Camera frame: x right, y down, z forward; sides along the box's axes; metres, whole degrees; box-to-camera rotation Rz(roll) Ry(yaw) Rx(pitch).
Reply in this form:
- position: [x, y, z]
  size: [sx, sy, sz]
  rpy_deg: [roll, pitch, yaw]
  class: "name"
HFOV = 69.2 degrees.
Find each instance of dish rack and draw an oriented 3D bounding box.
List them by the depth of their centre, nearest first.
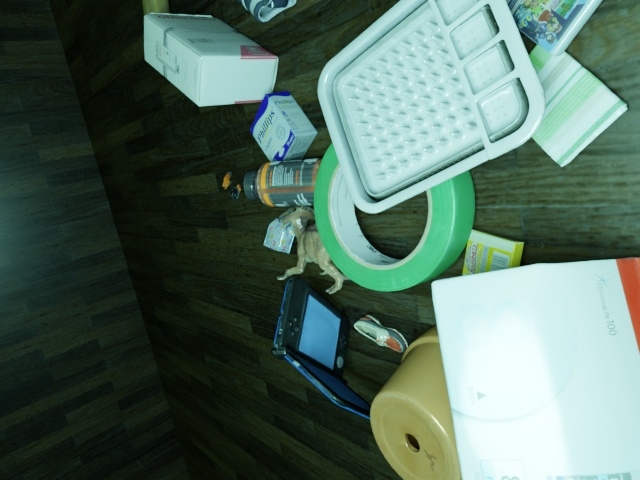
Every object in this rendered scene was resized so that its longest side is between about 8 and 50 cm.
- position: [0.156, -0.220, 0.721]
  size: [0.332, 0.072, 0.286]
  rpy_deg: [-26, 77, 40]
  class: "dish rack"

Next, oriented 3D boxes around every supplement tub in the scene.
- position: [-0.072, -0.130, 1.054]
  size: [0.197, 0.106, 0.106]
  rpy_deg: [0, 109, 21]
  class: "supplement tub"

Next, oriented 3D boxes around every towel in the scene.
- position: [0.334, -0.196, 0.657]
  size: [0.152, 0.023, 0.113]
  rpy_deg: [56, 139, 21]
  class: "towel"

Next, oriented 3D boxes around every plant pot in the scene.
- position: [0.231, 0.328, 0.875]
  size: [0.291, 0.203, 0.291]
  rpy_deg: [25, 124, 43]
  class: "plant pot"

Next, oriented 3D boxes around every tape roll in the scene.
- position: [0.125, -0.068, 0.876]
  size: [0.321, 0.077, 0.321]
  rpy_deg: [10, 104, 44]
  class: "tape roll"

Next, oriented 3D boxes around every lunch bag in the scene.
- position: [-0.107, -0.014, 1.254]
  size: [0.071, 0.053, 0.083]
  rpy_deg: [17, 94, 47]
  class: "lunch bag"

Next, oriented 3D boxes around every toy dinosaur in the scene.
- position: [0.000, 0.000, 1.080]
  size: [0.295, 0.127, 0.200]
  rpy_deg: [13, 109, 41]
  class: "toy dinosaur"

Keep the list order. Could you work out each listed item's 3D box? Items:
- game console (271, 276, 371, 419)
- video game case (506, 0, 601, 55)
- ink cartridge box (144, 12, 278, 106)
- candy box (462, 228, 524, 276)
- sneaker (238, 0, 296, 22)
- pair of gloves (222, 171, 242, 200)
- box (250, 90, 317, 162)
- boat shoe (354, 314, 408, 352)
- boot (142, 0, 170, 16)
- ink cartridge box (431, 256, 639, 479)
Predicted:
- position: [0.045, 0.241, 0.993]
  size: [0.173, 0.293, 0.250]
  rpy_deg: [-4, 61, 28]
  class: "game console"
- position: [0.304, -0.376, 0.591]
  size: [0.183, 0.023, 0.201]
  rpy_deg: [56, 140, 26]
  class: "video game case"
- position: [-0.272, -0.445, 1.129]
  size: [0.283, 0.207, 0.117]
  rpy_deg: [43, 134, 31]
  class: "ink cartridge box"
- position: [0.282, 0.092, 0.791]
  size: [0.105, 0.027, 0.206]
  rpy_deg: [-149, 62, -64]
  class: "candy box"
- position: [-0.094, -0.582, 0.934]
  size: [0.153, 0.099, 0.282]
  rpy_deg: [54, 138, 9]
  class: "sneaker"
- position: [-0.270, -0.166, 1.419]
  size: [0.083, 0.010, 0.074]
  rpy_deg: [54, 139, 14]
  class: "pair of gloves"
- position: [-0.091, -0.259, 1.104]
  size: [0.137, 0.072, 0.126]
  rpy_deg: [57, 140, 16]
  class: "box"
- position: [0.139, 0.219, 1.069]
  size: [0.137, 0.043, 0.049]
  rpy_deg: [30, 126, 38]
  class: "boat shoe"
- position: [-0.462, -0.692, 1.355]
  size: [0.236, 0.089, 0.270]
  rpy_deg: [34, 132, 51]
  class: "boot"
- position: [0.349, 0.173, 0.555]
  size: [0.384, 0.091, 0.308]
  rpy_deg: [-13, 74, 28]
  class: "ink cartridge box"
